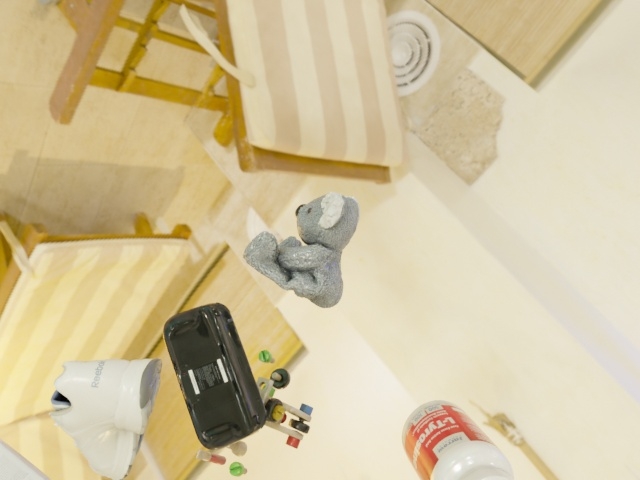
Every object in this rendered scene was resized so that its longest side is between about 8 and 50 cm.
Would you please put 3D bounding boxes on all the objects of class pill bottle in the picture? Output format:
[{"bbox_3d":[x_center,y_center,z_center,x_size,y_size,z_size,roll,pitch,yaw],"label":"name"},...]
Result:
[{"bbox_3d":[0.386,0.625,1.594,0.229,0.229,0.407,-39,-169,-2],"label":"pill bottle"}]

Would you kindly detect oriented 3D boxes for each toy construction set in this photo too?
[{"bbox_3d":[-0.196,0.453,1.476,0.309,0.257,0.237,-48,147,-6],"label":"toy construction set"}]

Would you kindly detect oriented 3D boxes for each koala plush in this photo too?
[{"bbox_3d":[0.000,0.000,1.166,0.221,0.203,0.196,-58,163,6],"label":"koala plush"}]

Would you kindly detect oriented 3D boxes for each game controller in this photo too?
[{"bbox_3d":[-0.241,0.304,1.317,0.166,0.319,0.067,-18,170,-20],"label":"game controller"}]

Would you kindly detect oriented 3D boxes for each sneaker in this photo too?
[{"bbox_3d":[-0.300,0.238,0.795,0.129,0.111,0.297,15,134,-12],"label":"sneaker"}]

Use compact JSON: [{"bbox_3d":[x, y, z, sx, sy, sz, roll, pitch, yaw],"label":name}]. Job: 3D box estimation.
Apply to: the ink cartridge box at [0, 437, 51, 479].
[{"bbox_3d":[-0.598,0.484,1.012,0.223,0.224,0.045,-48,-176,-20],"label":"ink cartridge box"}]
